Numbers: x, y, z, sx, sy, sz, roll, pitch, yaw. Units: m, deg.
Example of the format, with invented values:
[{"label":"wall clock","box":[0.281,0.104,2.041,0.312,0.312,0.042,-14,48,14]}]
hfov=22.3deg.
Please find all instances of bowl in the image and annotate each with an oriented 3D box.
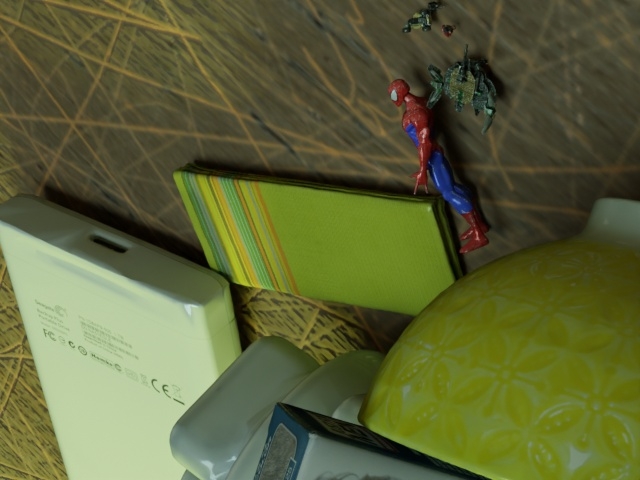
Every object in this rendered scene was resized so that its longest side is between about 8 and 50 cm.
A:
[{"label":"bowl","box":[0.178,0.067,0.862,0.289,0.289,0.156,15,86,38]}]

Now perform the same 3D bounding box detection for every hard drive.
[{"label":"hard drive","box":[-0.145,0.143,1.354,0.233,0.047,0.353,21,135,34]}]

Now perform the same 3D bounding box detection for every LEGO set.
[{"label":"LEGO set","box":[0.083,-0.103,0.962,0.054,0.023,0.083,-10,99,47]}]

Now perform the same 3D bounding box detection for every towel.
[{"label":"towel","box":[0.000,0.000,1.128,0.237,0.021,0.102,9,131,40]}]

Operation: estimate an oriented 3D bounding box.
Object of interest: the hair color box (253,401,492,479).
[{"label":"hair color box","box":[0.119,0.223,0.894,0.347,0.173,0.105,17,180,-12]}]

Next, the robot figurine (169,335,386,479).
[{"label":"robot figurine","box":[0.064,0.209,1.080,0.353,0.200,0.300,34,157,22]}]

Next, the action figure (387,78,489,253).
[{"label":"action figure","box":[0.070,-0.048,1.001,0.030,0.038,0.115,-19,108,17]}]
